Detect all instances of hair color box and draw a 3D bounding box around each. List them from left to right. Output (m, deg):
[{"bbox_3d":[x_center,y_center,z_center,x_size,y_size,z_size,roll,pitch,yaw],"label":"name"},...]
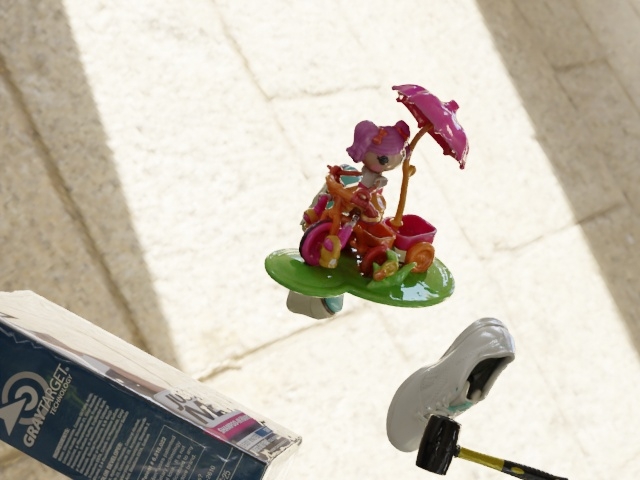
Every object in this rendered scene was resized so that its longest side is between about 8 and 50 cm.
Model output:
[{"bbox_3d":[-0.203,0.169,1.080,0.347,0.105,0.174,26,3,10],"label":"hair color box"}]

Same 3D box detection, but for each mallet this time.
[{"bbox_3d":[0.192,0.233,1.194,0.190,0.039,0.062,13,85,-21],"label":"mallet"}]

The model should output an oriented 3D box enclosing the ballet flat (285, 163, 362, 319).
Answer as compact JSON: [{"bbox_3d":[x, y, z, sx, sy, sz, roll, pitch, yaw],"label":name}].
[{"bbox_3d":[0.000,0.000,1.548,0.086,0.086,0.248,33,52,-29],"label":"ballet flat"}]

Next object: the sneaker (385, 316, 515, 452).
[{"bbox_3d":[0.160,0.191,1.358,0.080,0.212,0.094,34,14,-20],"label":"sneaker"}]

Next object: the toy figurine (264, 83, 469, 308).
[{"bbox_3d":[0.048,-0.045,0.861,0.173,0.159,0.130,-4,30,-35],"label":"toy figurine"}]
